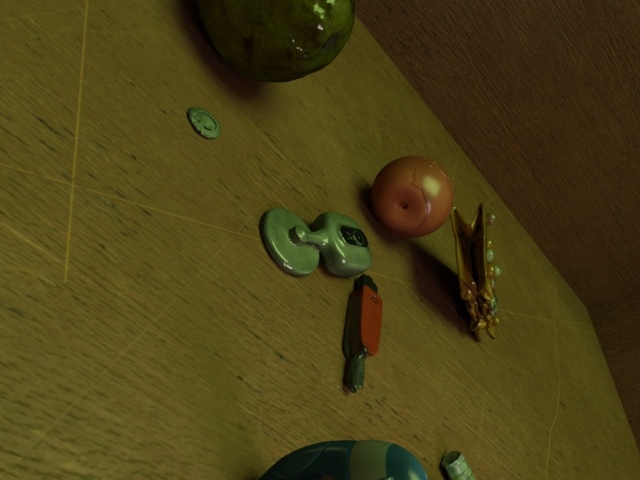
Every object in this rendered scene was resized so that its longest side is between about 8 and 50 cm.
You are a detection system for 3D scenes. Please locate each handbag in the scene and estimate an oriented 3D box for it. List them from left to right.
[{"bbox_3d":[0.468,0.103,1.532,0.401,0.133,0.283,62,30,-48],"label":"handbag"}]

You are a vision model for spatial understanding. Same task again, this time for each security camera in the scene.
[{"bbox_3d":[0.000,0.000,1.106,0.301,0.080,0.157,9,56,-49],"label":"security camera"}]

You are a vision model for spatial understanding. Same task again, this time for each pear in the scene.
[{"bbox_3d":[-0.101,-0.544,1.173,0.413,0.352,0.352,48,25,23],"label":"pear"}]

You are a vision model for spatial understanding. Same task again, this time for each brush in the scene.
[{"bbox_3d":[0.093,0.186,1.093,0.070,0.051,0.323,47,32,-24],"label":"brush"}]

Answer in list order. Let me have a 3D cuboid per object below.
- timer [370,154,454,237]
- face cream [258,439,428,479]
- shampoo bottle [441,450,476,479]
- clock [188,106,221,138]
[{"bbox_3d":[0.256,-0.124,1.442,0.230,0.229,0.215,55,29,-5],"label":"timer"},{"bbox_3d":[0.019,0.327,0.641,0.083,0.264,0.149,11,54,-51],"label":"face cream"},{"bbox_3d":[0.334,0.560,1.110,0.212,0.049,0.072,60,34,3],"label":"shampoo bottle"},{"bbox_3d":[-0.231,-0.238,1.039,0.074,0.010,0.083,60,29,4],"label":"clock"}]
